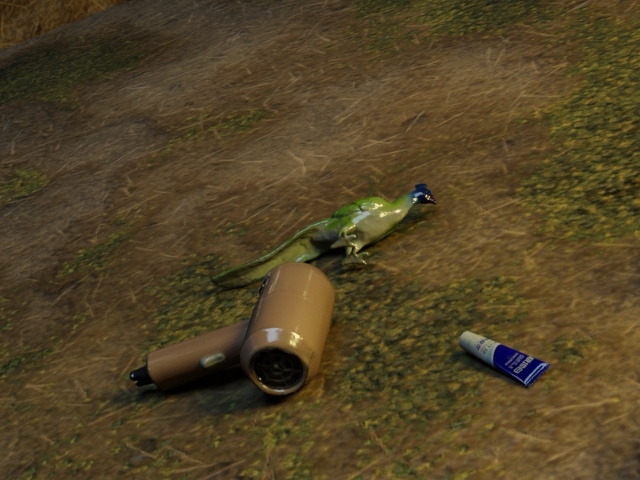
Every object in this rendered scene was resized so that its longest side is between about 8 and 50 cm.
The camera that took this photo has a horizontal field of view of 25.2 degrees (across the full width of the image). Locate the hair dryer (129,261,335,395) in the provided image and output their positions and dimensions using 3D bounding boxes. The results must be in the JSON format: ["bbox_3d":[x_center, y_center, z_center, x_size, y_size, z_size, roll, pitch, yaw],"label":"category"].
[{"bbox_3d":[-0.077,0.090,1.151,0.181,0.064,0.117,-22,24,21],"label":"hair dryer"}]

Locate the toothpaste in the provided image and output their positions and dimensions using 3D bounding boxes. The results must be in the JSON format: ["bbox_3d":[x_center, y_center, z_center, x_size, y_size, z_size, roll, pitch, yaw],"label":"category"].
[{"bbox_3d":[0.132,0.084,1.031,0.024,0.015,0.083,-39,33,-17],"label":"toothpaste"}]

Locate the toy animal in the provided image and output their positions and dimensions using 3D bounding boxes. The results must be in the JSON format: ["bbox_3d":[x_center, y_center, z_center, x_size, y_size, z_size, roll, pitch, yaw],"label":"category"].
[{"bbox_3d":[0.003,0.006,1.275,0.217,0.041,0.075,-25,22,2],"label":"toy animal"}]
